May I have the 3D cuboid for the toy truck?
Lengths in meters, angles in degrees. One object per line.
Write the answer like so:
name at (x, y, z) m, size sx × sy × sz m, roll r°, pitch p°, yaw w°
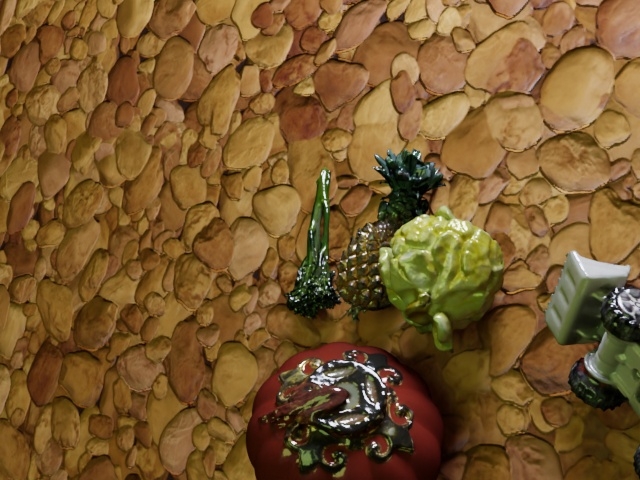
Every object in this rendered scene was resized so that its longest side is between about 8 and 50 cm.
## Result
toy truck at (0.333, 0.132, 1.185) m, size 0.285 × 0.111 × 0.136 m, roll -121°, pitch 32°, yaw -41°

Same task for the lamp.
lamp at (0.028, 0.219, 1.358) m, size 0.227 × 0.227 × 0.226 m, roll -11°, pitch 73°, yaw 39°

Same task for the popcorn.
popcorn at (0.140, 0.035, 1.359) m, size 0.136 × 0.141 × 0.162 m, roll -25°, pitch 26°, yaw 37°

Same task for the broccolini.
broccolini at (0.004, 0.004, 1.555) m, size 0.074 × 0.058 × 0.201 m, roll 0°, pitch 64°, yaw 27°

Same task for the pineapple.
pineapple at (0.077, -0.005, 1.443) m, size 0.083 × 0.103 × 0.221 m, roll 28°, pitch 100°, yaw 42°
